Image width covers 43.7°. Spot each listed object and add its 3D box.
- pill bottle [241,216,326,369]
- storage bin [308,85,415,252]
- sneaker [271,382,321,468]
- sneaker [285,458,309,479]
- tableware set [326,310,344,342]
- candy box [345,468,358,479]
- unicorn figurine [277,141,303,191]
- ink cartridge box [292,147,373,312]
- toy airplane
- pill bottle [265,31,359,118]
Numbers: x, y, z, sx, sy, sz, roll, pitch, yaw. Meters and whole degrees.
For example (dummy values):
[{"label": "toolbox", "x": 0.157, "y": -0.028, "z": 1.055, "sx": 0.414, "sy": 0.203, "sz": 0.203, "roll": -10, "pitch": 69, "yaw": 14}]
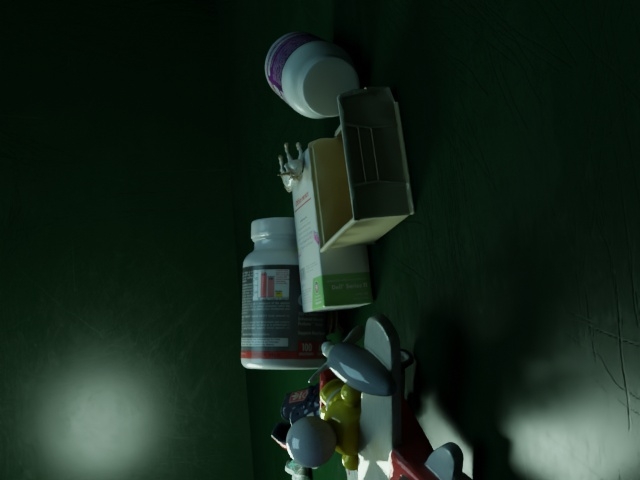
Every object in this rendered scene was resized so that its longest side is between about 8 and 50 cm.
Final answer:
[{"label": "pill bottle", "x": -0.090, "y": 0.133, "z": 1.977, "sx": 0.210, "sy": 0.210, "sz": 0.363, "roll": 154, "pitch": 117, "yaw": -75}, {"label": "storage bin", "x": 0.071, "y": -0.135, "z": 1.579, "sx": 0.262, "sy": 0.123, "sz": 0.260, "roll": 133, "pitch": 131, "yaw": -71}, {"label": "sneaker", "x": 0.003, "y": 0.351, "z": 1.734, "sx": 0.350, "sy": 0.148, "sz": 0.131, "roll": -59, "pitch": 1, "yaw": 28}, {"label": "sneaker", "x": -0.065, "y": 0.700, "z": 2.496, "sx": 0.166, "sy": 0.065, "sz": 0.076, "roll": -179, "pitch": 102, "yaw": -73}, {"label": "tableware set", "x": 0.015, "y": 0.203, "z": 2.059, "sx": 0.194, "sy": 0.039, "sz": 0.128, "roll": 151, "pitch": 120, "yaw": -73}, {"label": "candy box", "x": 0.111, "y": 0.459, "z": 1.681, "sx": 0.233, "sy": 0.071, "sz": 0.159, "roll": 125, "pitch": 140, "yaw": -68}, {"label": "unicorn figurine", "x": -0.064, "y": -0.161, "z": 1.783, "sx": 0.162, "sy": 0.060, "sz": 0.111, "roll": 81, "pitch": 180, "yaw": -66}, {"label": "ink cartridge box", "x": 0.021, "y": -0.021, "z": 1.812, "sx": 0.207, "sy": 0.119, "sz": 0.353, "roll": 150, "pitch": 116, "yaw": -74}, {"label": "toy airplane", "x": 0.081, "y": 0.350, "z": 1.363, "sx": 0.384, "sy": 0.272, "sz": 0.386, "roll": 123, "pitch": 140, "yaw": -67}, {"label": "pill bottle", "x": -0.016, "y": -0.363, "z": 1.767, "sx": 0.301, "sy": 0.169, "sz": 0.169, "roll": -126, "pitch": 35, "yaw": -65}]
